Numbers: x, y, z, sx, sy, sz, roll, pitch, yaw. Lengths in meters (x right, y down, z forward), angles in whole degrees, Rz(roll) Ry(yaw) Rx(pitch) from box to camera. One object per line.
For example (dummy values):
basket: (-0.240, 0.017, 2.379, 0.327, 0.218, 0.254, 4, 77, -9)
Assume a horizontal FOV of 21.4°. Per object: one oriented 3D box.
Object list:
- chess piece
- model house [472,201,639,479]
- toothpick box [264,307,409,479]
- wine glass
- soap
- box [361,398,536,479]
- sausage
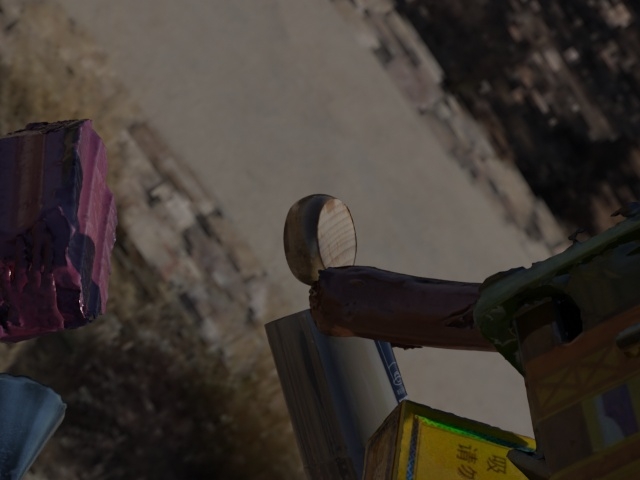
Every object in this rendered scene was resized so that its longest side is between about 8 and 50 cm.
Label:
chess piece: (0.000, 0.000, 1.508, 0.084, 0.038, 0.083, 8, 81, -59)
model house: (0.311, 0.123, 1.016, 0.242, 0.358, 0.312, 45, 25, -39)
toothpick box: (0.024, 0.147, 1.529, 0.111, 0.111, 0.180, -8, 80, -59)
wine glass: (-0.238, 0.202, 1.247, 0.122, 0.122, 0.182, 27, 40, -43)
soap: (-0.259, -0.006, 1.595, 0.289, 0.112, 0.182, -96, 175, -53)
box: (0.173, 0.254, 1.235, 0.302, 0.084, 0.192, 18, 55, -13)
sausage: (0.137, 0.060, 1.424, 0.078, 0.304, 0.078, 3, 90, -77)
